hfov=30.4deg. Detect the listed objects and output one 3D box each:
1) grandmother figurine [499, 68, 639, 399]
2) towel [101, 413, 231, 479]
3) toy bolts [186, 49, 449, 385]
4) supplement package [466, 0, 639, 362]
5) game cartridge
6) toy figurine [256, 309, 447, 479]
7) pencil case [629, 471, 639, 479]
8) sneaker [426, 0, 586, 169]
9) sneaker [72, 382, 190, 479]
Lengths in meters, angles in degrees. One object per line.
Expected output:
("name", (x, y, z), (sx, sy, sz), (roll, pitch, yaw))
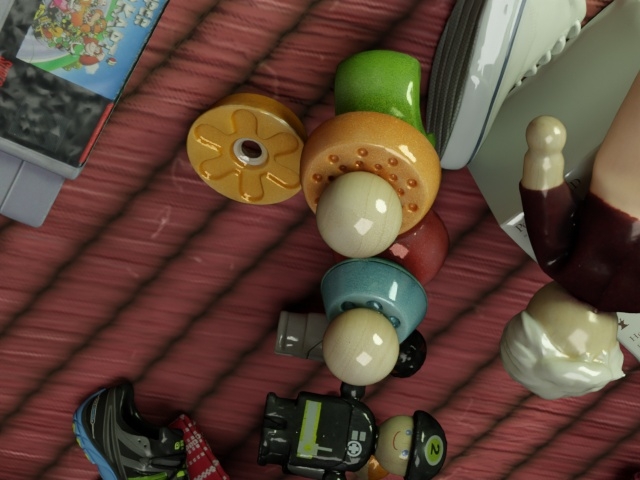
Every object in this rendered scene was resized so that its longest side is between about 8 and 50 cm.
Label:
("grandmother figurine", (0.232, -0.022, 0.827), (0.207, 0.104, 0.342), (29, 118, 5))
("towel", (-0.118, 0.327, 1.094), (0.199, 0.031, 0.275), (-40, 74, 15))
("toy bolts", (0.000, 0.000, 0.905), (0.218, 0.158, 0.228), (-5, 132, 21))
("supplement package", (0.257, -0.049, 0.956), (0.194, 0.149, 0.203), (-42, 119, 16))
("game cartridge", (-0.228, -0.191, 0.847), (0.230, 0.068, 0.355), (25, 114, -17))
("toy figurine", (0.021, 0.177, 1.019), (0.148, 0.209, 0.213), (9, 119, -1))
("pencil case", (0.302, 0.331, 1.232), (0.098, 0.095, 0.209), (33, 109, -8))
("sneaker", (0.153, -0.165, 0.901), (0.091, 0.094, 0.258), (9, 120, -15))
("sneaker", (-0.145, 0.208, 1.055), (0.078, 0.067, 0.188), (-40, 80, 6))
